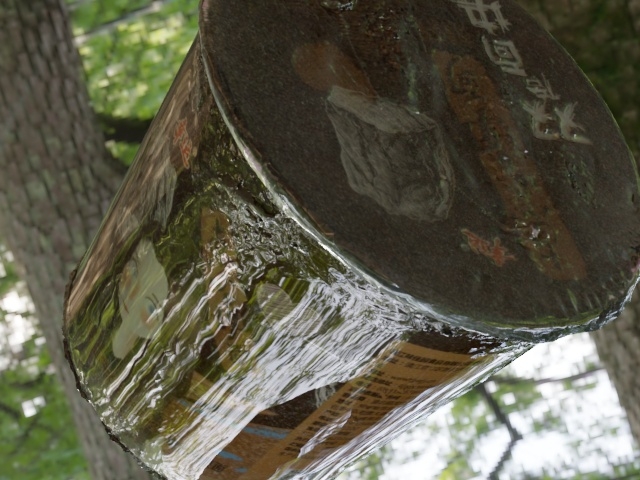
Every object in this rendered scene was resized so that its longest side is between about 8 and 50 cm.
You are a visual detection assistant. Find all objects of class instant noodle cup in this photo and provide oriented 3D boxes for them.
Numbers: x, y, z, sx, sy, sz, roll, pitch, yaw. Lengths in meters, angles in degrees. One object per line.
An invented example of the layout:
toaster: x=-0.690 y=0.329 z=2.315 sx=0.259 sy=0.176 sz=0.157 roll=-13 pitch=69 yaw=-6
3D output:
instant noodle cup: x=0.000 y=0.000 z=0.570 sx=0.217 sy=0.217 sz=0.207 roll=-25 pitch=162 yaw=-46
